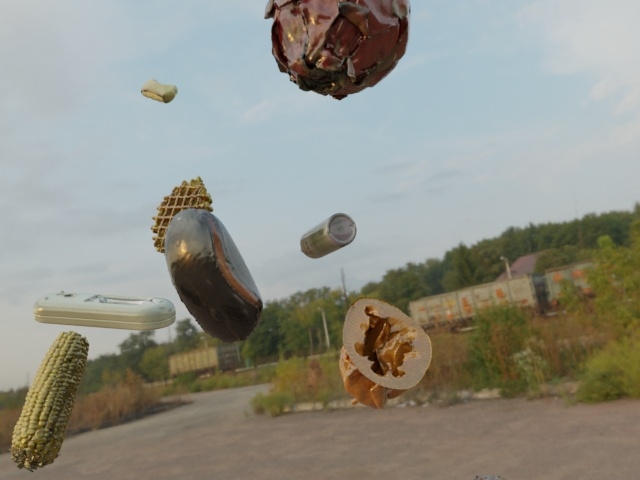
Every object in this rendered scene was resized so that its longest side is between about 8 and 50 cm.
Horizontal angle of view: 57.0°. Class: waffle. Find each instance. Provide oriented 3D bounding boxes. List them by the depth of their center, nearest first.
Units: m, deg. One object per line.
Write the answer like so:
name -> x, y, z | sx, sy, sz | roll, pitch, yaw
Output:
waffle -> -0.405, -0.067, 1.718 | 0.231, 0.229, 0.051 | -39, -38, 15

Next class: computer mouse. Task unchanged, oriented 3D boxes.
computer mouse -> -0.249, 0.083, 1.313 | 0.183, 0.323, 0.116 | -31, -3, 34

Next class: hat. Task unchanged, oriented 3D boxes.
hat -> 0.109, 0.301, 1.359 | 0.233, 0.244, 0.233 | -13, -41, -39

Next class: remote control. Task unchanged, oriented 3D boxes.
remote control -> -0.322, 0.103, 0.877 | 0.221, 0.042, 0.078 | 3, 11, 12

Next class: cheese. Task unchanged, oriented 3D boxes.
cheese -> -0.314, -0.293, 1.147 | 0.083, 0.044, 0.030 | 25, -29, 34

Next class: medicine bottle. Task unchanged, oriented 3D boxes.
medicine bottle -> 0.000, 0.000, 1.048 | 0.057, 0.058, 0.199 | -6, -8, -22

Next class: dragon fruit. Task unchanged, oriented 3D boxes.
dragon fruit -> 0.025, -0.351, 0.968 | 0.244, 0.299, 0.244 | 18, -36, 14

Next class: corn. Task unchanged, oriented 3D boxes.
corn -> -0.617, 0.362, 1.353 | 0.115, 0.318, 0.115 | 4, -30, 2

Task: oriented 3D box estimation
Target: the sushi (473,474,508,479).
sushi -> 0.280, 0.529, 1.045 | 0.149, 0.287, 0.140 | 16, -54, -15
